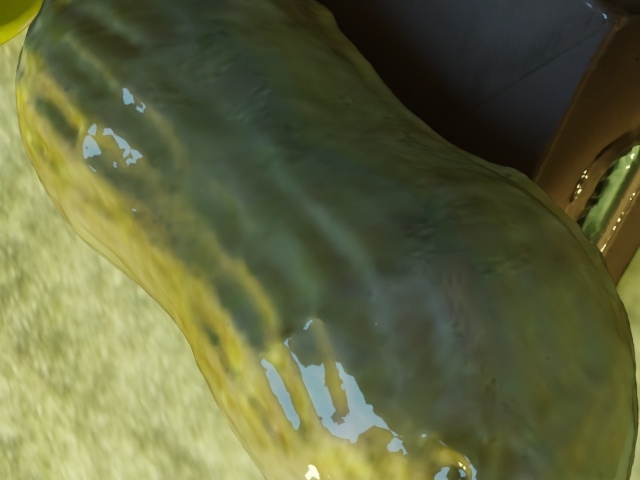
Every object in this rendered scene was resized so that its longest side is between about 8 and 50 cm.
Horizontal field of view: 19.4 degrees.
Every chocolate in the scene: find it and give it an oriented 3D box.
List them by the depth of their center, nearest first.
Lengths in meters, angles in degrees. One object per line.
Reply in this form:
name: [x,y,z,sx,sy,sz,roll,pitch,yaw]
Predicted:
chocolate: [0.000,0.000,0.645,0.309,0.134,0.134,50,140,35]

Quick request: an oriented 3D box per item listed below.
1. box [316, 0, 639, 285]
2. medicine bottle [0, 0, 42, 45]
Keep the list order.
box: [0.044,-0.082,0.730,0.215,0.086,0.215,52,141,27]
medicine bottle: [-0.247,-0.150,1.082,0.212,0.122,0.121,-12,95,57]
